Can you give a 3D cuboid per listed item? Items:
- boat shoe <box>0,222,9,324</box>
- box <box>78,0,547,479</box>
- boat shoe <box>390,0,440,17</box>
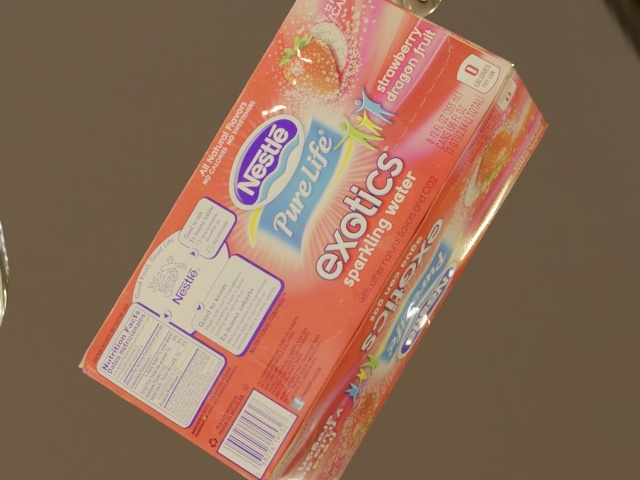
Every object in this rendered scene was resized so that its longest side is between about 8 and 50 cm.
[{"bbox_3d":[-0.278,-0.073,1.259,0.091,0.114,0.303,-50,-48,-56],"label":"boat shoe"},{"bbox_3d":[0.000,0.000,1.147,0.300,0.154,0.142,-60,-19,-2],"label":"box"},{"bbox_3d":[0.028,-0.346,1.695,0.123,0.116,0.324,30,-133,-52],"label":"boat shoe"}]
